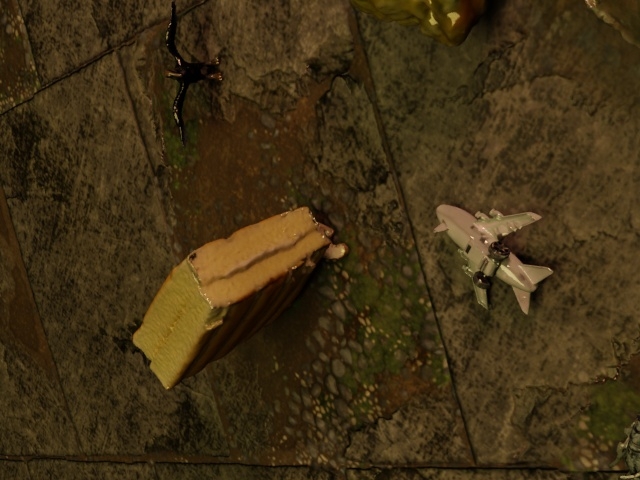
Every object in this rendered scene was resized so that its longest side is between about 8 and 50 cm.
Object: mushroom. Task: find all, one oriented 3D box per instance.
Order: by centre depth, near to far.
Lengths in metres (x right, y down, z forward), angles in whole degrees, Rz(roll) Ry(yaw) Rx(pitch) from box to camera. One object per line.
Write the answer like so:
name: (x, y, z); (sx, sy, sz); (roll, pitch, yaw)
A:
mushroom: (0.000, 0.000, 1.253); (0.101, 0.019, 0.049); (32, 120, 29)

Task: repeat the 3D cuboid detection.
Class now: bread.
bread: (-0.124, 0.072, 1.221); (0.111, 0.239, 0.246); (50, 139, 10)

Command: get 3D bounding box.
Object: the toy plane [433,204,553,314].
toy plane: (0.206, 0.012, 1.056); (0.171, 0.066, 0.162); (37, 135, 21)

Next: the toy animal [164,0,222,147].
toy animal: (-0.203, -0.254, 1.292); (0.062, 0.108, 0.220); (6, 109, 33)

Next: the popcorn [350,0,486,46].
popcorn: (0.114, -0.345, 0.942); (0.237, 0.206, 0.251); (-37, 90, 26)

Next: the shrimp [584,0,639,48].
shrimp: (0.386, -0.254, 0.802); (0.446, 0.110, 0.221); (36, 118, 23)

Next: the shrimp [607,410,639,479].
shrimp: (0.369, 0.237, 0.979); (0.082, 0.076, 0.174); (39, 127, 53)
